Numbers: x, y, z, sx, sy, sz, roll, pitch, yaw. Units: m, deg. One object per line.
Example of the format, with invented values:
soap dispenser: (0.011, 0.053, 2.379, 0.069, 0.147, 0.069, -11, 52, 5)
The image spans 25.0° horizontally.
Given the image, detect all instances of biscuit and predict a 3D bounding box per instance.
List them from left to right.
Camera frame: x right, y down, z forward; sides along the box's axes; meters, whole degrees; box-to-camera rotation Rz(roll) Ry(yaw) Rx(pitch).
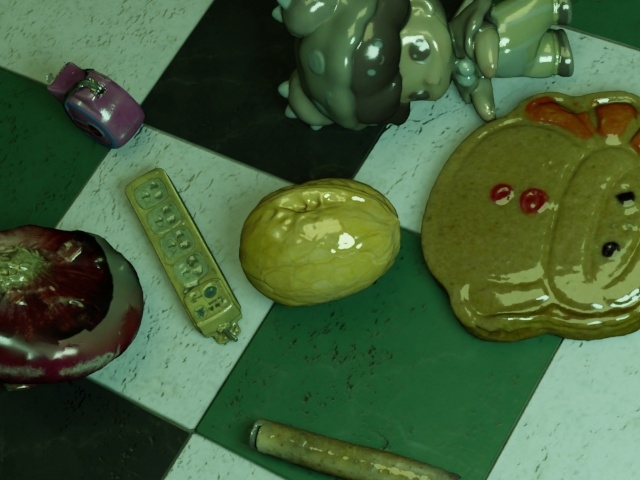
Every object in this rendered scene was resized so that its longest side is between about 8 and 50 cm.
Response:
biscuit: (0.315, -0.026, 1.738, 0.381, 0.074, 0.359, 13, 67, 27)

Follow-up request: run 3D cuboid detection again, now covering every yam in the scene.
yam: (0.040, 0.256, 1.667, 0.264, 0.046, 0.046, 13, 66, 23)

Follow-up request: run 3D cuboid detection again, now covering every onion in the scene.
onion: (-0.360, 0.101, 1.824, 0.272, 0.195, 0.272, 9, 34, -6)

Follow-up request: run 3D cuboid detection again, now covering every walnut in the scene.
walnut: (0.000, 0.000, 1.767, 0.206, 0.159, 0.159, -11, 58, 17)

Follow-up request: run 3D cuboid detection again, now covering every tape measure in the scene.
tape measure: (-0.304, -0.187, 1.984, 0.118, 0.125, 0.074, 23, 70, 44)

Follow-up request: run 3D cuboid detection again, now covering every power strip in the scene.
power strip: (-0.177, 0.016, 1.876, 0.064, 0.044, 0.305, -30, 57, -2)

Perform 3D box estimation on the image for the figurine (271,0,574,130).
figurine: (0.130, -0.255, 1.844, 0.380, 0.248, 0.203, -4, 54, 0)
